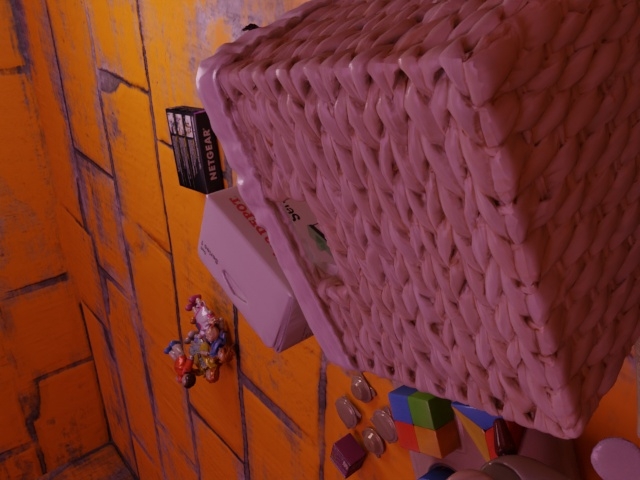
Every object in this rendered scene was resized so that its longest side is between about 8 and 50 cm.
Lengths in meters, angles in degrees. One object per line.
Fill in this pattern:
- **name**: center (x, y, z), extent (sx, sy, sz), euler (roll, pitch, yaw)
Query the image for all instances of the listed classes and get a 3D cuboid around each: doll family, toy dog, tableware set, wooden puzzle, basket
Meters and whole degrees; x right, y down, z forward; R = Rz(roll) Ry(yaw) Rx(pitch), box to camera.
- **doll family**: center (-0.289, 0.269, 1.548), extent (0.163, 0.118, 0.263), euler (50, 124, 35)
- **toy dog**: center (0.301, 0.279, 0.667), extent (0.333, 0.161, 0.220), euler (0, 149, 18)
- **tableware set**: center (0.087, 0.332, 1.127), extent (0.141, 0.020, 0.169), euler (51, 144, 24)
- **wooden puzzle**: center (0.226, 0.336, 0.887), extent (0.322, 0.080, 0.348), euler (-9, 100, 55)
- **basket**: center (0.136, -0.073, 0.520), extent (0.266, 0.331, 0.329), euler (11, 133, 49)

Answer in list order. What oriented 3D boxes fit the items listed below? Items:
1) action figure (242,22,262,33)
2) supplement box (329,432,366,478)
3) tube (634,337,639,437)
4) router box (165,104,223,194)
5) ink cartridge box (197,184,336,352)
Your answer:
- **action figure**: center (-0.094, -0.202, 0.985), extent (0.164, 0.141, 0.276), euler (27, 128, 29)
- **supplement box**: center (0.053, 0.427, 1.191), extent (0.055, 0.043, 0.083), euler (48, 152, 28)
- **tube**: center (0.360, 0.121, 0.619), extent (0.070, 0.062, 0.240), euler (-77, -28, -71)
- **router box**: center (-0.274, -0.197, 1.311), extent (0.133, 0.046, 0.179), euler (21, 124, 47)
- **ink cartridge box**: center (0.000, 0.000, 0.840), extent (0.201, 0.278, 0.117), euler (47, 140, 28)
